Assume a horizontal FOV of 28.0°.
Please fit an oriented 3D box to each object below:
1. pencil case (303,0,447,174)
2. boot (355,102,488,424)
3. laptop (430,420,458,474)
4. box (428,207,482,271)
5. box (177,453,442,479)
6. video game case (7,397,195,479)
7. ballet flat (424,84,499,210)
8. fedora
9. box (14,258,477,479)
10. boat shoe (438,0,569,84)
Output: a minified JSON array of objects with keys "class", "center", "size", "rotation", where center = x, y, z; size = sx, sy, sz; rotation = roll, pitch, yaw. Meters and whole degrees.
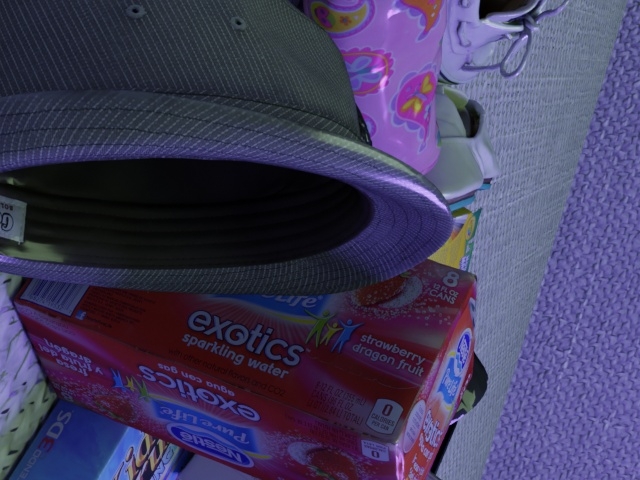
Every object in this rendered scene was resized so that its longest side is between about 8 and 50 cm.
[{"class":"pencil case","center":[0.047,-0.168,1.092],"size":[0.284,0.124,0.124],"rotation":[84,30,-56]},{"class":"boot","center":[0.004,-0.002,1.088],"size":[0.131,0.348,0.260],"rotation":[-36,110,-10]},{"class":"laptop","center":[0.085,0.363,1.727],"size":[0.264,0.136,0.234],"rotation":[79,35,-59]},{"class":"box","center":[0.105,0.016,1.454],"size":[0.179,0.043,0.105],"rotation":[-13,126,-35]},{"class":"box","center":[0.012,0.199,1.003],"size":[0.119,0.182,0.181],"rotation":[-53,163,-5]},{"class":"video game case","center":[-0.124,0.151,0.979],"size":[0.244,0.061,0.270],"rotation":[83,30,-54]},{"class":"ballet flat","center":[0.118,-0.104,1.397],"size":[0.400,0.139,0.139],"rotation":[-24,131,-73]},{"class":"fedora","center":[-0.075,-0.059,0.647],"size":[0.244,0.275,0.124],"rotation":[133,-42,-66]},{"class":"box","center":[-0.042,0.063,0.805],"size":[0.123,0.256,0.128],"rotation":[83,31,-53]},{"class":"boat shoe","center":[0.182,-0.253,1.342],"size":[0.367,0.156,0.136],"rotation":[60,51,-68]}]
